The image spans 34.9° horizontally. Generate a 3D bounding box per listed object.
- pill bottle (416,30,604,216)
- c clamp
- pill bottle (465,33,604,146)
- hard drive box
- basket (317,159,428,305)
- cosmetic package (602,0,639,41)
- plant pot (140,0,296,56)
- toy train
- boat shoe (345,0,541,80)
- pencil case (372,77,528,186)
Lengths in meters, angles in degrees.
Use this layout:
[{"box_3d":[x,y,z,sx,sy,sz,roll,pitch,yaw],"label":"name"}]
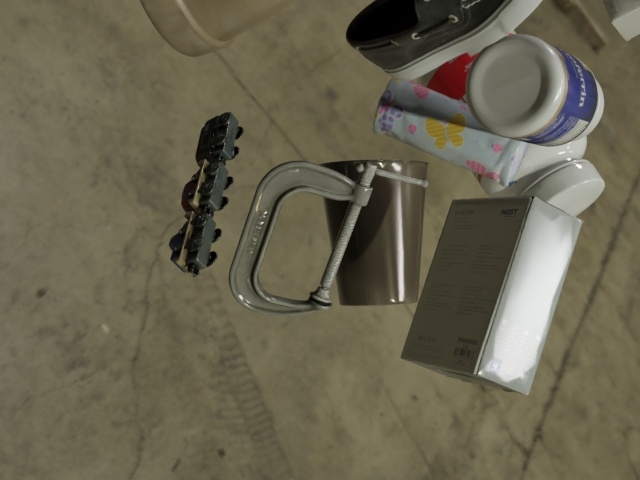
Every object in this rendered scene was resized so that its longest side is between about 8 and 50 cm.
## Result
[{"box_3d":[0.381,-0.226,2.035,0.229,0.229,0.408,0,53,-49],"label":"pill bottle"},{"box_3d":[0.000,0.000,0.857,0.137,0.161,0.022,20,16,-21],"label":"c clamp"},{"box_3d":[0.344,-0.226,1.591,0.264,0.153,0.153,0,61,-59],"label":"pill bottle"},{"box_3d":[0.216,0.066,1.311,0.089,0.181,0.232,23,81,-24],"label":"hard drive box"},{"box_3d":[0.091,-0.010,1.645,0.204,0.154,0.227,-2,89,-43],"label":"basket"},{"box_3d":[0.321,-0.342,1.090,0.060,0.099,0.239,18,50,-53],"label":"cosmetic package"},{"box_3d":[-0.132,-0.497,1.716,0.323,0.280,0.323,-9,90,-68],"label":"plant pot"},{"box_3d":[-0.088,-0.036,0.771,0.027,0.036,0.158,51,34,-41],"label":"toy train"},{"box_3d":[0.096,-0.195,0.800,0.076,0.228,0.080,20,72,-25],"label":"boat shoe"},{"box_3d":[0.226,-0.191,1.754,0.273,0.113,0.124,23,14,11],"label":"pencil case"}]
